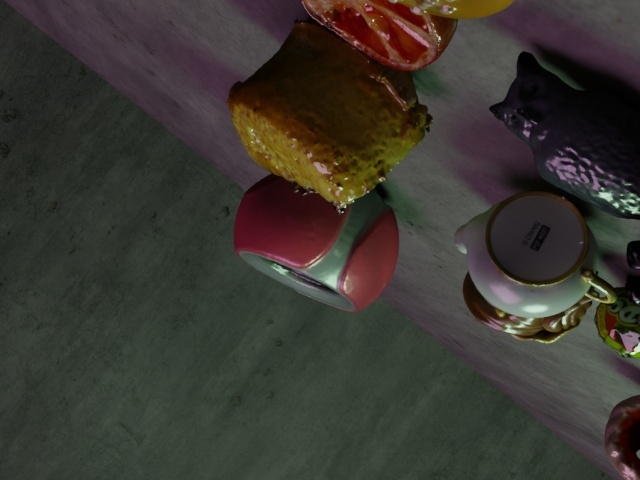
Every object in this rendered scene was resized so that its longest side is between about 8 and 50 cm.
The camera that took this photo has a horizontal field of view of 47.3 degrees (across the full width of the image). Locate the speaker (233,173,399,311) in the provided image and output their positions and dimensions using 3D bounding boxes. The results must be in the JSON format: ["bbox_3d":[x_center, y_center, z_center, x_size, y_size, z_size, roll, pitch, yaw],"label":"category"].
[{"bbox_3d":[0.000,0.000,1.282,0.294,0.294,0.294,36,173,5],"label":"speaker"}]

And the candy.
[{"bbox_3d":[0.398,0.117,0.940,0.091,0.083,0.305,40,-178,22],"label":"candy"}]

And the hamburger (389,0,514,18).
[{"bbox_3d":[0.056,-0.189,0.364,0.162,0.115,0.162,37,175,4],"label":"hamburger"}]

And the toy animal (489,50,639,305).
[{"bbox_3d":[0.232,-0.068,0.551,0.117,0.121,0.210,-18,-119,-42],"label":"toy animal"}]

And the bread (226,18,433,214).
[{"bbox_3d":[-0.010,-0.152,0.802,0.147,0.160,0.261,49,173,-34],"label":"bread"}]

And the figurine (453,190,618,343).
[{"bbox_3d":[0.241,0.038,0.846,0.190,0.142,0.263,34,171,20],"label":"figurine"}]

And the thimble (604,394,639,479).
[{"bbox_3d":[0.556,0.337,1.172,0.190,0.163,0.125,40,177,34],"label":"thimble"}]

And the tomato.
[{"bbox_3d":[0.046,-0.199,0.540,0.156,0.069,0.155,39,171,7],"label":"tomato"}]
